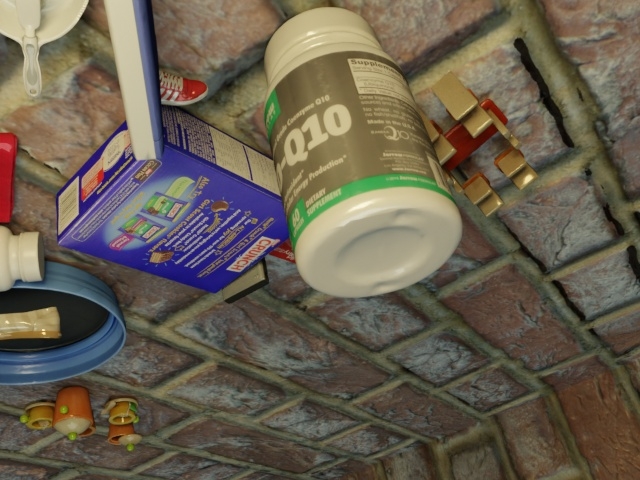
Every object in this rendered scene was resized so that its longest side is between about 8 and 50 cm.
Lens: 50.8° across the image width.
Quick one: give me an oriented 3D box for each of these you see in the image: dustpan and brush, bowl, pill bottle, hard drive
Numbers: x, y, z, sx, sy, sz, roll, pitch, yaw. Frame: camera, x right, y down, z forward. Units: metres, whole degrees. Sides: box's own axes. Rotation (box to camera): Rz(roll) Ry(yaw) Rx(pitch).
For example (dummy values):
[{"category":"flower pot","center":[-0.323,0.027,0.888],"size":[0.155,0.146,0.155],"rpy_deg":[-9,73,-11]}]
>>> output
[{"category":"dustpan and brush","center":[-0.349,-0.268,0.811],"size":[0.147,0.060,0.211],"rpy_deg":[0,143,-19]},{"category":"bowl","center":[-0.587,0.167,1.332],"size":[0.391,0.077,0.391],"rpy_deg":[-9,146,-6]},{"category":"pill bottle","center":[0.036,-0.125,0.884],"size":[0.204,0.361,0.204],"rpy_deg":[-10,145,-7]},{"category":"hard drive","center":[-0.146,0.040,1.253],"size":[0.094,0.135,0.022],"rpy_deg":[-29,142,19]},{"category":"hard drive","center":[-0.205,-0.272,0.723],"size":[0.040,0.210,0.319],"rpy_deg":[-5,145,-11]},{"category":"pill bottle","center":[-0.563,0.031,1.118],"size":[0.186,0.112,0.112],"rpy_deg":[-4,144,-15]}]

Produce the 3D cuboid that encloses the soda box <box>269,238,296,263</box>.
[{"category":"soda box","center":[0.000,0.000,1.294],"size":[0.263,0.083,0.092],"rpy_deg":[22,131,-40]}]

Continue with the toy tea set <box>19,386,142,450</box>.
[{"category":"toy tea set","center":[-0.586,0.486,1.740],"size":[0.200,0.124,0.336],"rpy_deg":[-34,141,26]}]

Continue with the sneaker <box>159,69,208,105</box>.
[{"category":"sneaker","center":[-0.216,-0.224,0.937],"size":[0.118,0.042,0.067],"rpy_deg":[-4,148,-10]}]

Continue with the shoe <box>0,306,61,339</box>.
[{"category":"shoe","center":[-0.578,0.153,1.208],"size":[0.219,0.058,0.076],"rpy_deg":[-2,175,-10]}]

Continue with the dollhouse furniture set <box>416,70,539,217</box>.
[{"category":"dollhouse furniture set","center":[0.208,-0.138,1.167],"size":[0.259,0.135,0.262],"rpy_deg":[-41,139,16]}]

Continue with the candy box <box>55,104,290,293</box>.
[{"category":"candy box","center":[-0.218,-0.057,1.105],"size":[0.268,0.122,0.317],"rpy_deg":[-37,139,28]}]

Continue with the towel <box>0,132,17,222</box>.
[{"category":"towel","center":[-0.590,-0.088,0.976],"size":[0.275,0.031,0.199],"rpy_deg":[-3,144,-31]}]
